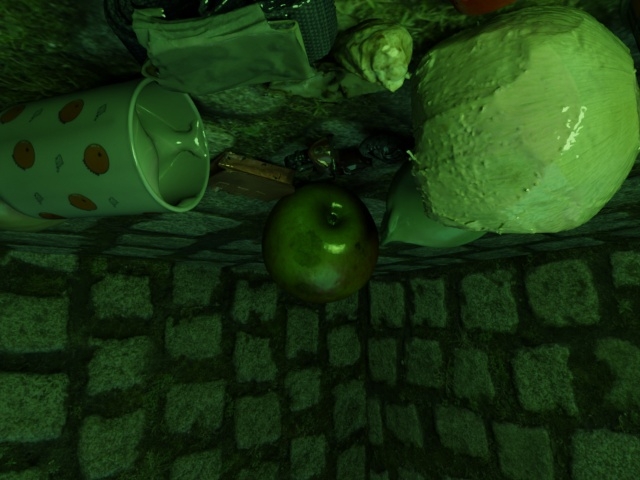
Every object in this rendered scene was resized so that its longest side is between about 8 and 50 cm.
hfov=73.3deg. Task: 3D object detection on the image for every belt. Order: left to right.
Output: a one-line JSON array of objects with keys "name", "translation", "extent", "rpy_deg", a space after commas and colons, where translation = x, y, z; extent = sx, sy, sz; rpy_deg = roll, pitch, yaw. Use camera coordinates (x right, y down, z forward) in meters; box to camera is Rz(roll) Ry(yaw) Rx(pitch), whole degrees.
[{"name": "belt", "translation": [-0.097, -0.235, 0.466], "extent": [0.230, 0.140, 0.126], "rpy_deg": [-8, 167, 5]}]

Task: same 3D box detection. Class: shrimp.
[{"name": "shrimp", "translation": [0.149, -0.194, 0.929], "extent": [0.165, 0.057, 0.065], "rpy_deg": [13, 129, -44]}]

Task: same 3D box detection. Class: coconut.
[{"name": "coconut", "translation": [0.278, -0.152, 0.574], "extent": [0.297, 0.298, 0.254], "rpy_deg": [9, 176, -41]}]

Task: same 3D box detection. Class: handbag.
[{"name": "handbag", "translation": [-0.182, -0.153, 1.083], "extent": [0.212, 0.060, 0.157], "rpy_deg": [10, 163, -40]}]

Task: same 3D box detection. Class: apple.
[{"name": "apple", "translation": [0.000, 0.000, 1.195], "extent": [0.339, 0.340, 0.339], "rpy_deg": [-1, 169, 0]}]

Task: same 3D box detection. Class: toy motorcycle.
[{"name": "toy motorcycle", "translation": [0.030, -0.175, 0.944], "extent": [0.212, 0.084, 0.118], "rpy_deg": [-2, 170, -37]}]

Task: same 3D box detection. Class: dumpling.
[{"name": "dumpling", "translation": [0.280, -0.126, 0.939], "extent": [0.320, 0.270, 0.212], "rpy_deg": [0, 149, 17]}]

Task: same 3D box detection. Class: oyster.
[{"name": "oyster", "translation": [0.008, -0.237, 0.582], "extent": [0.294, 0.094, 0.166], "rpy_deg": [9, -161, 37]}]

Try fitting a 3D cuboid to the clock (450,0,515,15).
[{"name": "clock", "translation": [0.160, -0.292, 0.425], "extent": [0.113, 0.061, 0.155], "rpy_deg": [-11, 168, 37]}]

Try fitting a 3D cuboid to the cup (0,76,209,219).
[{"name": "cup", "translation": [-0.380, -0.145, 0.725], "extent": [0.317, 0.213, 0.212], "rpy_deg": [-2, 169, 15]}]

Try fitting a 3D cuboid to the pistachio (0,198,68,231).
[{"name": "pistachio", "translation": [-0.601, -0.124, 0.866], "extent": [0.226, 0.208, 0.331], "rpy_deg": [-53, 156, 16]}]

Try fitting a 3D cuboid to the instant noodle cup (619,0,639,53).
[{"name": "instant noodle cup", "translation": [0.503, -0.214, 0.457], "extent": [0.296, 0.214, 0.296], "rpy_deg": [-1, 169, 0]}]
